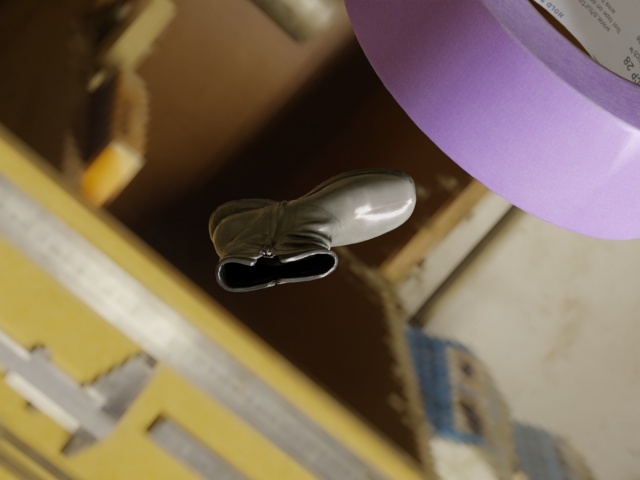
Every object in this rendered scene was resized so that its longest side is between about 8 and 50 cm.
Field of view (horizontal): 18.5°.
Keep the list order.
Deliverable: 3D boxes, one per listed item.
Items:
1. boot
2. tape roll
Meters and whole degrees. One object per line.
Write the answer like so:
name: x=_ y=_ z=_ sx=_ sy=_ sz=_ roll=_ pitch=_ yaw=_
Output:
boot: x=0.000 y=0.000 z=2.156 sx=0.246 sy=0.083 sz=0.161 roll=-13 pitch=-156 yaw=-6
tape roll: x=0.148 y=-0.135 z=1.225 sx=0.090 sy=0.275 sz=0.275 roll=-48 pitch=-163 yaw=36
